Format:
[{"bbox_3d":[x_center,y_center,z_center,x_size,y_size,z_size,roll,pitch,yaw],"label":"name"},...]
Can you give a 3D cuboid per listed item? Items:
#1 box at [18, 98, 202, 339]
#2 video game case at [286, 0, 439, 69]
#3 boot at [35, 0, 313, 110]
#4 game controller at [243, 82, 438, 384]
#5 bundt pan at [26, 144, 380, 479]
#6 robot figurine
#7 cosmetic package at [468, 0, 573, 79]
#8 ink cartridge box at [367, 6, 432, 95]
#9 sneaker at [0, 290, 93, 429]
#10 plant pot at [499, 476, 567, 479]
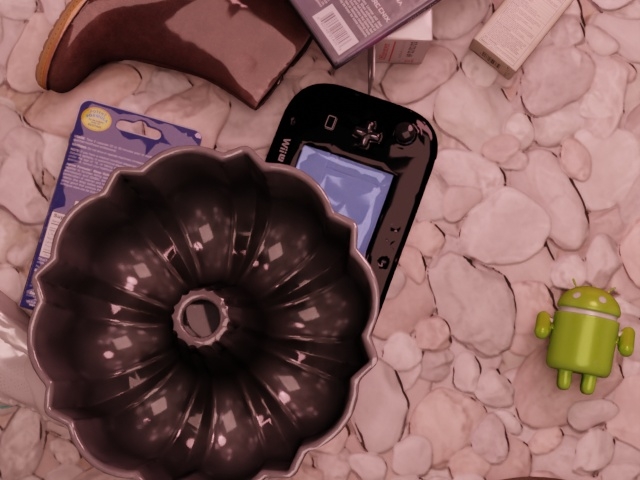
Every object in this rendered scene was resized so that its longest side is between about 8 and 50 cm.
[{"bbox_3d":[-0.213,-0.022,1.256,0.136,0.036,0.225,16,86,-1],"label":"box"},{"bbox_3d":[0.073,-0.323,1.192,0.274,0.026,0.196,-34,85,-5],"label":"video game case"},{"bbox_3d":[-0.146,-0.201,1.247,0.207,0.090,0.248,40,81,4],"label":"boot"},{"bbox_3d":[0.000,0.000,1.246,0.166,0.067,0.319,20,84,0],"label":"game controller"},{"bbox_3d":[-0.101,0.081,1.157,0.330,0.124,0.331,-1,79,7],"label":"bundt pan"},{"bbox_3d":[0.270,0.099,1.244,0.101,0.067,0.115,11,84,11],"label":"robot figurine"},{"bbox_3d":[0.216,-0.235,1.286,0.060,0.041,0.115,40,85,3],"label":"cosmetic package"},{"bbox_3d":[0.082,-0.246,1.251,0.061,0.104,0.181,2,85,-1],"label":"ink cartridge box"},{"bbox_3d":[-0.297,0.145,1.228,0.212,0.080,0.094,43,97,9],"label":"sneaker"},{"bbox_3d":[0.227,0.393,1.112,0.323,0.280,0.323,0,85,-3],"label":"plant pot"}]
